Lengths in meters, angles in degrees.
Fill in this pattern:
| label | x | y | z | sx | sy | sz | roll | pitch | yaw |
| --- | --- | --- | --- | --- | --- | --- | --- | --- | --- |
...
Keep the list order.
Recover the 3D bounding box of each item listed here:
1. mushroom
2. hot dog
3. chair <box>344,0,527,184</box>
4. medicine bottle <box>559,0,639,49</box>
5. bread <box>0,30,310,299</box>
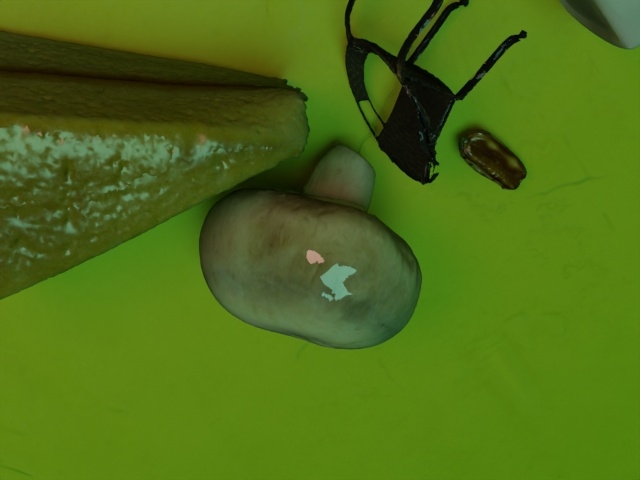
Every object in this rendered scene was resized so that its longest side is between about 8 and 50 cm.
| label | x | y | z | sx | sy | sz | roll | pitch | yaw |
| --- | --- | --- | --- | --- | --- | --- | --- | --- | --- |
| mushroom | 0.000 | 0.000 | 0.902 | 0.260 | 0.254 | 0.234 | 23 | 78 | -29 |
| hot dog | 0.218 | -0.102 | 0.987 | 0.122 | 0.037 | 0.049 | 34 | 99 | -34 |
| chair | 0.096 | -0.174 | 0.834 | 0.149 | 0.174 | 0.213 | 7 | 118 | -37 |
| medicine bottle | 0.389 | -0.349 | 0.776 | 0.324 | 0.179 | 0.124 | -42 | 120 | 14 |
| bread | -0.199 | -0.067 | 0.795 | 0.362 | 0.233 | 0.244 | 3 | 122 | -15 |
